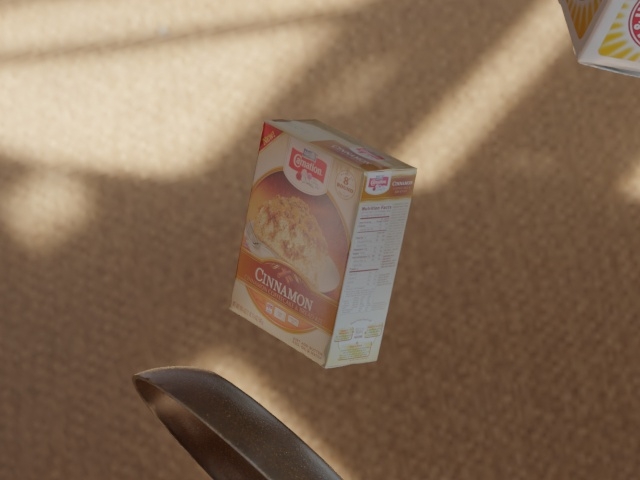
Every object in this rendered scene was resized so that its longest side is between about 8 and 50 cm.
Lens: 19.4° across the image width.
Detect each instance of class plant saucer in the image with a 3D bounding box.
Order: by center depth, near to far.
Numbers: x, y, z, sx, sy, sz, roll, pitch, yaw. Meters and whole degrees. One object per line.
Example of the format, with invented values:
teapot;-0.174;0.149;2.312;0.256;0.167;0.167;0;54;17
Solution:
plant saucer;-0.029;0.204;1.536;0.310;0.310;0.050;33;74;36

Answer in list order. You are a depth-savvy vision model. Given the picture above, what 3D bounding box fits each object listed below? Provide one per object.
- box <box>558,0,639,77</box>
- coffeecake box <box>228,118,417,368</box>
box;0.174;-0.170;0.742;0.103;0.203;0.114;8;44;-17
coffeecake box;0.000;0.000;1.683;0.068;0.185;0.142;-5;24;-41
